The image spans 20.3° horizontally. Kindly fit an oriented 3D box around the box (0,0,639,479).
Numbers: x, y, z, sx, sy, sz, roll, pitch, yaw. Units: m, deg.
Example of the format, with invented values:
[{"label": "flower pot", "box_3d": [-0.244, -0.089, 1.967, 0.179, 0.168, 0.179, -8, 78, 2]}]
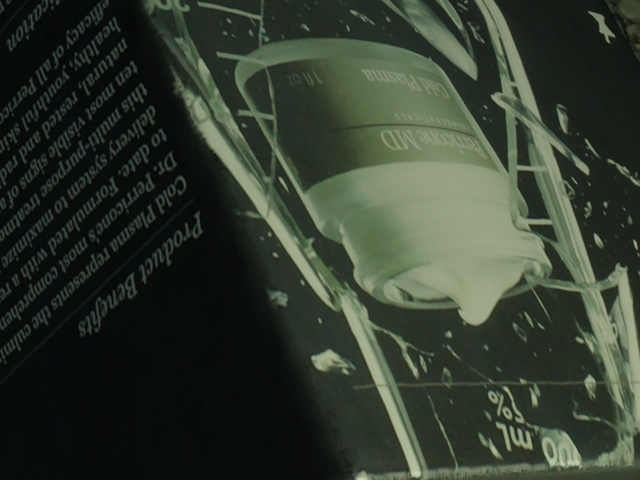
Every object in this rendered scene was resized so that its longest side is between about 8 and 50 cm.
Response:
[{"label": "box", "box_3d": [0.000, 0.000, 1.100, 0.480, 0.297, 0.472, 3, 55, -47]}]
